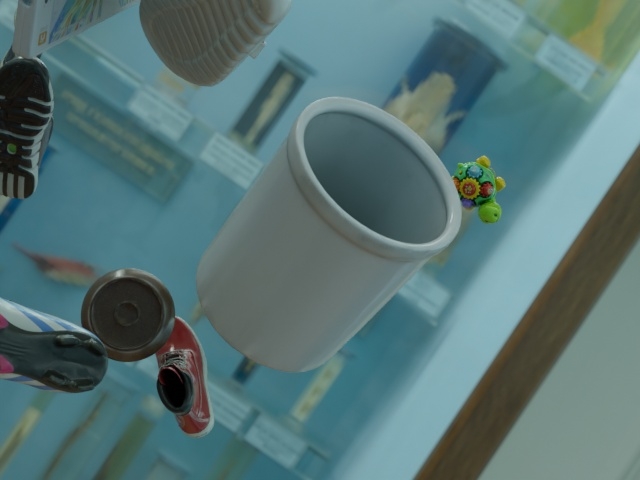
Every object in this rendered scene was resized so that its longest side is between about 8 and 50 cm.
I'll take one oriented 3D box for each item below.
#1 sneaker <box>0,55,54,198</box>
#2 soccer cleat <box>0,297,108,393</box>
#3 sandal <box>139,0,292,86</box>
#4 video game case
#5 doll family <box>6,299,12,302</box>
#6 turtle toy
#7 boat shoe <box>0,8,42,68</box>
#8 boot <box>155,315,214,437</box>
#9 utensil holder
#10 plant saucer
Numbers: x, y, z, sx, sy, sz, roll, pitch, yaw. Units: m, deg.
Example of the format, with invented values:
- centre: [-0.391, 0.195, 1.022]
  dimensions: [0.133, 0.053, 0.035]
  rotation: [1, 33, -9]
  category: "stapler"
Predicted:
- centre: [-0.479, -0.216, 2.007]
  dimensions: [0.106, 0.281, 0.162]
  rotation: [16, 42, -8]
  category: "sneaker"
- centre: [-0.441, 0.128, 1.645]
  dimensions: [0.331, 0.116, 0.143]
  rotation: [27, -11, -35]
  category: "soccer cleat"
- centre: [-0.132, -0.320, 1.753]
  dimensions: [0.416, 0.102, 0.169]
  rotation: [-4, -66, 61]
  category: "sandal"
- centre: [-0.313, -0.439, 1.751]
  dimensions: [0.036, 0.300, 0.329]
  rotation: [24, 32, 11]
  category: "video game case"
- centre: [-0.563, 0.112, 1.858]
  dimensions: [0.111, 0.193, 0.076]
  rotation: [-121, -171, -46]
  category: "doll family"
- centre: [0.294, -0.090, 2.312]
  dimensions: [0.130, 0.095, 0.066]
  rotation: [54, 27, 1]
  category: "turtle toy"
- centre: [-0.502, -0.366, 2.181]
  dimensions: [0.075, 0.206, 0.065]
  rotation: [31, -36, -29]
  category: "boat shoe"
- centre: [-0.263, 0.218, 2.240]
  dimensions: [0.176, 0.088, 0.244]
  rotation: [68, 2, -60]
  category: "boot"
- centre: [0.000, 0.000, 2.142]
  dimensions: [0.327, 0.385, 0.327]
  rotation: [24, 41, -22]
  category: "utensil holder"
- centre: [-0.343, 0.131, 2.206]
  dimensions: [0.168, 0.168, 0.029]
  rotation: [34, -10, 0]
  category: "plant saucer"
